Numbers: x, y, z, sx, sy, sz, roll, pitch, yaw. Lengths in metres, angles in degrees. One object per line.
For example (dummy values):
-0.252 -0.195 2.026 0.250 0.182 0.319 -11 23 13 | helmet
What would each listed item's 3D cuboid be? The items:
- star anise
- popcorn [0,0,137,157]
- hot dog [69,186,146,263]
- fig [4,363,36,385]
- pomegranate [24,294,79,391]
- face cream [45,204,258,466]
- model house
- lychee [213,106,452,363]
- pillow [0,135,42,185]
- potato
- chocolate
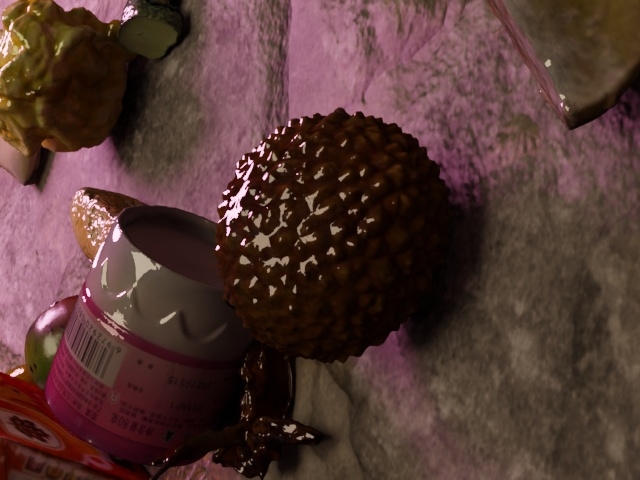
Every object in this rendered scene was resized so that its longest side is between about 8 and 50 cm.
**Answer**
-0.088 0.164 1.512 0.158 0.144 0.140 -62 28 25 | star anise
-0.301 -0.191 1.914 0.187 0.185 0.167 -55 42 42 | popcorn
-0.195 0.009 1.773 0.242 0.084 0.073 33 111 55 | hot dog
-0.337 0.176 1.950 0.088 0.074 0.074 -50 40 15 | fig
-0.252 0.119 1.804 0.130 0.130 0.130 -24 61 52 | pomegranate
-0.149 0.088 1.589 0.175 0.175 0.195 52 123 50 | face cream
-0.183 -0.257 1.871 0.079 0.066 0.083 -45 27 56 | model house
0.000 0.000 1.379 0.238 0.200 0.200 -28 56 35 | lychee
-0.369 -0.180 2.126 0.119 0.053 0.208 33 111 58 | pillow
0.198 -0.237 1.243 0.189 0.211 0.264 -30 87 5 | potato
-0.301 0.228 1.741 0.108 0.235 0.237 -60 34 5 | chocolate
